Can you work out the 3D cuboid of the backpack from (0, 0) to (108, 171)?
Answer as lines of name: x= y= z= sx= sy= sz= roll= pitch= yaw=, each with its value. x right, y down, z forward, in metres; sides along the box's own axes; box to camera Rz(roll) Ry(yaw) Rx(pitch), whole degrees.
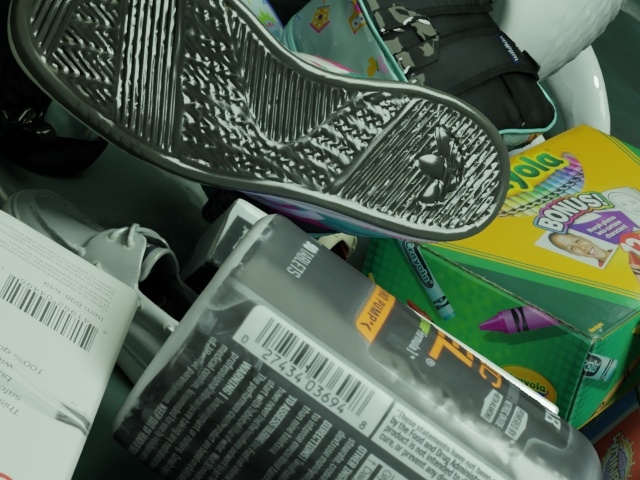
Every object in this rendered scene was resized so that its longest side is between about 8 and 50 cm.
backpack: x=-0.141 y=-0.149 z=1.044 sx=0.115 sy=0.182 sz=0.152 roll=4 pitch=39 yaw=-50

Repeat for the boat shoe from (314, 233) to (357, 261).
boat shoe: x=0.000 y=0.000 z=1.124 sx=0.043 sy=0.049 sz=0.137 roll=47 pitch=25 yaw=10

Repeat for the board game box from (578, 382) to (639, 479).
board game box: x=0.318 y=0.179 z=1.198 sx=0.317 sy=0.064 sz=0.242 roll=29 pitch=25 yaw=-15

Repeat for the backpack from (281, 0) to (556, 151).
backpack: x=0.054 y=-0.112 z=1.201 sx=0.166 sy=0.144 sz=0.188 roll=62 pitch=24 yaw=6

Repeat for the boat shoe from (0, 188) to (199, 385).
boat shoe: x=-0.099 y=0.026 z=0.925 sx=0.184 sy=0.063 sz=0.066 roll=47 pitch=26 yaw=23

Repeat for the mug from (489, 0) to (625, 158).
mug: x=0.152 y=-0.216 z=1.500 sx=0.374 sy=0.276 sz=0.328 roll=63 pitch=30 yaw=-13

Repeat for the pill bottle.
pill bottle: x=0.037 y=0.108 z=0.790 sx=0.246 sy=0.130 sz=0.130 roll=36 pitch=24 yaw=-1

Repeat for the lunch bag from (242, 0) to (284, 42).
lunch bag: x=-0.101 y=-0.156 z=1.215 sx=0.151 sy=0.096 sz=0.129 roll=29 pitch=23 yaw=8

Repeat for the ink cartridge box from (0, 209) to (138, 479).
ink cartridge box: x=-0.179 y=0.063 z=0.719 sx=0.159 sy=0.092 sz=0.218 roll=32 pitch=23 yaw=-10

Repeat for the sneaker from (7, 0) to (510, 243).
sneaker: x=-0.056 y=-0.076 z=0.991 sx=0.296 sy=0.123 sz=0.178 roll=22 pitch=-10 yaw=-23

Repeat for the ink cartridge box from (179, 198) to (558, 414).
ink cartridge box: x=0.016 y=0.060 z=0.986 sx=0.206 sy=0.045 sz=0.208 roll=33 pitch=-9 yaw=-5

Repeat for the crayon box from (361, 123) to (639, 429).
crayon box: x=0.170 y=0.018 z=1.162 sx=0.165 sy=0.081 sz=0.278 roll=29 pitch=32 yaw=27
